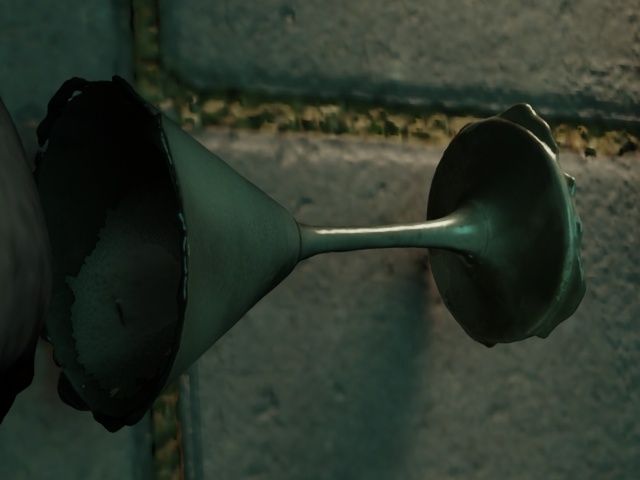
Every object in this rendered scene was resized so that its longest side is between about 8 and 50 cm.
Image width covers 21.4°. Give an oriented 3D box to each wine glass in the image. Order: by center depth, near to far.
[{"bbox_3d":[0.000,0.000,0.598,0.182,0.122,0.122,-3,82,-32],"label":"wine glass"}]

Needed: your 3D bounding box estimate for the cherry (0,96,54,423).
[{"bbox_3d":[-0.192,0.026,0.420,0.296,0.218,0.255,34,72,-14],"label":"cherry"}]
